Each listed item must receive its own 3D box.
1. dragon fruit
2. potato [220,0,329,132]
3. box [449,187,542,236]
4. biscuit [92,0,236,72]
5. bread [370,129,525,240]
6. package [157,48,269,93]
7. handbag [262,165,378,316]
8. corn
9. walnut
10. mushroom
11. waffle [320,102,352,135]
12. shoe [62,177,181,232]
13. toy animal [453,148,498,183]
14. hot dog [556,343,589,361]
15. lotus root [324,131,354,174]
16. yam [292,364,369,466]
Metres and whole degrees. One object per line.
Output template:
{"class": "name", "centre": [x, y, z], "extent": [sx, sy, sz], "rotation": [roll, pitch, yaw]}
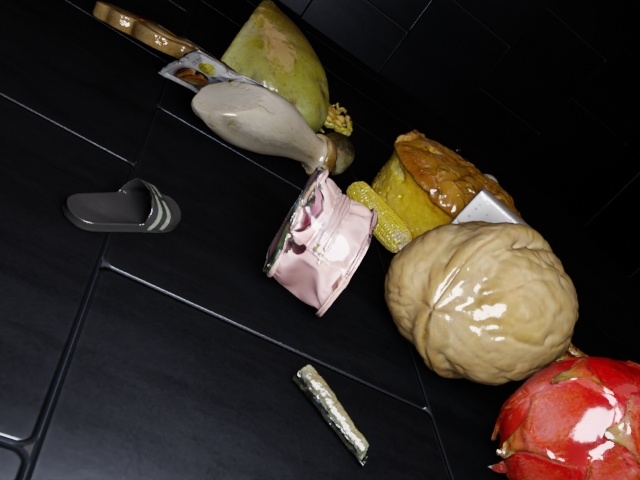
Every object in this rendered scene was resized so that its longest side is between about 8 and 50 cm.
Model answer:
{"class": "dragon fruit", "centre": [0.369, 0.273, 0.817], "extent": [0.240, 0.252, 0.241], "rotation": [15, 64, -33]}
{"class": "potato", "centre": [-0.076, -0.400, 1.437], "extent": [0.280, 0.213, 0.330], "rotation": [35, 25, -8]}
{"class": "box", "centre": [0.287, 0.034, 1.146], "extent": [0.149, 0.233, 0.067], "rotation": [40, 22, 3]}
{"class": "biscuit", "centre": [-0.313, -0.411, 1.251], "extent": [0.319, 0.047, 0.183], "rotation": [30, 16, 5]}
{"class": "bread", "centre": [0.290, -0.085, 1.403], "extent": [0.398, 0.215, 0.398], "rotation": [31, 25, -16]}
{"class": "package", "centre": [-0.213, -0.319, 1.194], "extent": [0.173, 0.027, 0.171], "rotation": [23, -17, -35]}
{"class": "handbag", "centre": [-0.002, 0.000, 0.866], "extent": [0.116, 0.179, 0.205], "rotation": [30, 23, -4]}
{"class": "corn", "centre": [0.123, -0.051, 1.272], "extent": [0.067, 0.067, 0.206], "rotation": [11, 36, -48]}
{"class": "walnut", "centre": [0.257, 0.098, 0.968], "extent": [0.313, 0.252, 0.277], "rotation": [-2, 57, -47]}
{"class": "mushroom", "centre": [-0.100, -0.222, 1.194], "extent": [0.350, 0.128, 0.128], "rotation": [23, 28, -43]}
{"class": "waffle", "centre": [-0.020, -0.399, 1.707], "extent": [0.280, 0.060, 0.262], "rotation": [35, 24, -11]}
{"class": "shoe", "centre": [-0.234, -0.048, 0.758], "extent": [0.071, 0.049, 0.179], "rotation": [48, 24, 18]}
{"class": "toy animal", "centre": [0.395, -0.117, 1.659], "extent": [0.235, 0.187, 0.165], "rotation": [38, 56, 6]}
{"class": "hot dog", "centre": [0.546, 0.275, 1.301], "extent": [0.252, 0.069, 0.131], "rotation": [41, 22, 1]}
{"class": "lotus root", "centre": [0.036, -0.205, 1.407], "extent": [0.089, 0.081, 0.179], "rotation": [32, 23, -11]}
{"class": "yam", "centre": [0.018, 0.203, 0.703], "extent": [0.129, 0.027, 0.033], "rotation": [48, 26, 19]}
